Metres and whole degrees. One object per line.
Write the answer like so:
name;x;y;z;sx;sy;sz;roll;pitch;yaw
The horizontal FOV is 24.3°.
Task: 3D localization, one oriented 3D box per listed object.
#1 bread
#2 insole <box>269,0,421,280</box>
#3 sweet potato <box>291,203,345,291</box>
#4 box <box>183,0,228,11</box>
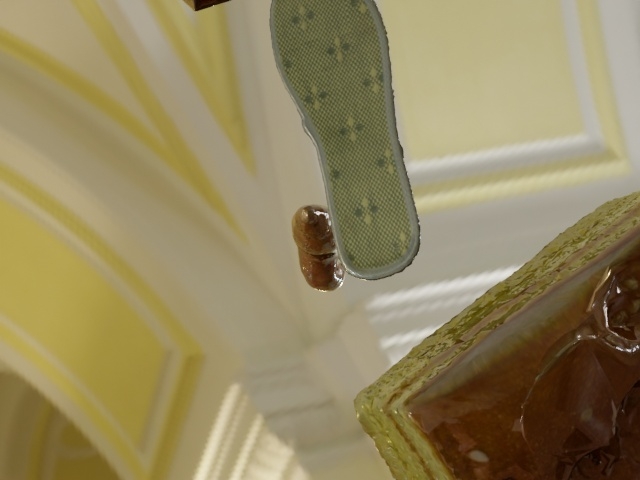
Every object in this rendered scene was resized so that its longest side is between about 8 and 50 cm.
bread;0.160;0.095;0.826;0.234;0.184;0.110;-36;15;-23
insole;0.021;-0.118;1.323;0.109;0.322;0.007;-18;-18;18
sweet potato;0.001;0.002;1.471;0.058;0.055;0.202;-30;-23;-7
box;-0.041;-0.347;1.519;0.301;0.193;0.084;-22;-48;-22
